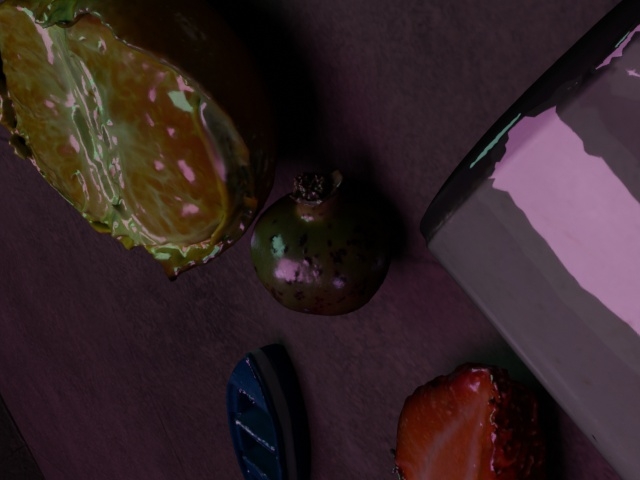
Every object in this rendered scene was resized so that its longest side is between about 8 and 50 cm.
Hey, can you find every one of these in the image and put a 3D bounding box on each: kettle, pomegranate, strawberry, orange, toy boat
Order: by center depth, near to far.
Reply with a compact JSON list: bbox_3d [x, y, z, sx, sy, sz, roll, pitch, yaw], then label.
[{"bbox_3d":[0.245,0.062,0.493,0.376,0.250,0.361,48,178,7],"label":"kettle"},{"bbox_3d":[0.000,0.007,0.893,0.130,0.130,0.130,36,145,31],"label":"pomegranate"},{"bbox_3d":[0.138,0.178,0.902,0.174,0.098,0.228,43,140,52],"label":"strawberry"},{"bbox_3d":[-0.166,-0.129,0.937,0.335,0.196,0.262,15,146,55],"label":"orange"},{"bbox_3d":[-0.063,0.229,1.271,0.096,0.062,0.299,35,145,33],"label":"toy boat"}]
